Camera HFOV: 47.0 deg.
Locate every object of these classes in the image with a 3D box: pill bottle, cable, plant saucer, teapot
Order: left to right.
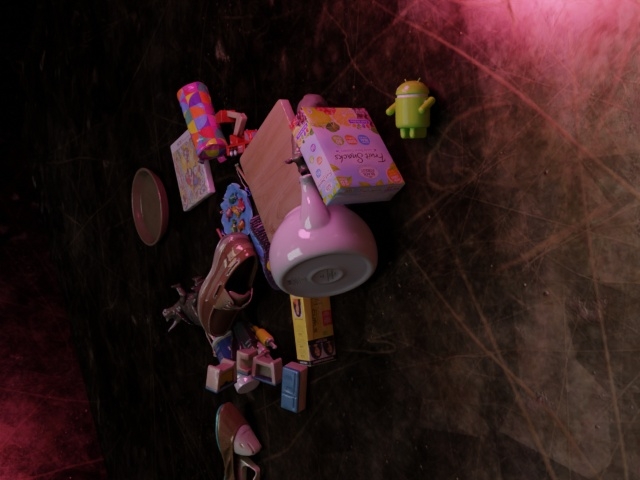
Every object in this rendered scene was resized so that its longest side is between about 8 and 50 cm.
[{"bbox_3d":[-0.603,-0.120,2.609,0.278,0.041,0.277,16,110,53],"label":"plant saucer"},{"bbox_3d":[-0.240,0.352,2.127,0.169,0.094,0.094,60,140,29],"label":"pill bottle"},{"bbox_3d":[-0.222,0.250,2.104,0.139,0.072,0.287,-49,45,18],"label":"cable"},{"bbox_3d":[0.000,0.000,1.609,0.256,0.253,0.187,-39,50,38],"label":"teapot"}]

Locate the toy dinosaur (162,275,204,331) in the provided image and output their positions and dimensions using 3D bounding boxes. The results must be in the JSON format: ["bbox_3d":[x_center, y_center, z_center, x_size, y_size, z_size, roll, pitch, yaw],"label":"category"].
[{"bbox_3d":[-0.386,0.208,2.322,0.314,0.121,0.160,2,110,51],"label":"toy dinosaur"}]

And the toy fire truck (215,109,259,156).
[{"bbox_3d":[-0.221,-0.298,2.015,0.192,0.047,0.135,-1,94,55],"label":"toy fire truck"}]

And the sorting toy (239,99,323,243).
[{"bbox_3d":[-0.074,-0.164,1.790,0.257,0.089,0.255,-46,59,49],"label":"sorting toy"}]

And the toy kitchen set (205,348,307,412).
[{"bbox_3d":[-0.166,0.381,1.907,0.207,0.166,0.122,12,108,32],"label":"toy kitchen set"}]

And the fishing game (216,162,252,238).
[{"bbox_3d":[-0.249,-0.071,2.108,0.189,0.041,0.264,59,140,34],"label":"fishing game"}]

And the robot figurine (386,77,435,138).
[{"bbox_3d":[0.179,-0.256,1.425,0.101,0.067,0.115,9,103,52],"label":"robot figurine"}]

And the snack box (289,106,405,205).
[{"bbox_3d":[0.055,-0.178,1.525,0.070,0.175,0.207,-48,58,46],"label":"snack box"}]

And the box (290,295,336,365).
[{"bbox_3d":[-0.020,0.181,1.785,0.058,0.087,0.232,-5,91,53],"label":"box"}]

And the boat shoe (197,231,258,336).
[{"bbox_3d":[-0.248,0.138,1.996,0.116,0.123,0.324,43,128,41],"label":"boat shoe"}]

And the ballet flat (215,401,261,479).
[{"bbox_3d":[-0.232,0.646,2.176,0.124,0.116,0.342,8,104,34],"label":"ballet flat"}]

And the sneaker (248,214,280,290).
[{"bbox_3d":[-0.133,0.032,1.949,0.082,0.069,0.209,116,134,-80],"label":"sneaker"}]

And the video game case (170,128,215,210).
[{"bbox_3d":[-0.404,-0.227,2.312,0.206,0.026,0.226,-25,76,55],"label":"video game case"}]

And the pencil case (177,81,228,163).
[{"bbox_3d":[-0.341,-0.342,2.138,0.104,0.104,0.236,-42,62,50],"label":"pencil case"}]

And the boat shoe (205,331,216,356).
[{"bbox_3d":[-0.316,0.337,2.280,0.049,0.043,0.137,-41,64,49],"label":"boat shoe"}]

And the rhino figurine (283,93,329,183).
[{"bbox_3d":[-0.024,-0.219,1.611,0.073,0.106,0.243,-10,51,32],"label":"rhino figurine"}]
